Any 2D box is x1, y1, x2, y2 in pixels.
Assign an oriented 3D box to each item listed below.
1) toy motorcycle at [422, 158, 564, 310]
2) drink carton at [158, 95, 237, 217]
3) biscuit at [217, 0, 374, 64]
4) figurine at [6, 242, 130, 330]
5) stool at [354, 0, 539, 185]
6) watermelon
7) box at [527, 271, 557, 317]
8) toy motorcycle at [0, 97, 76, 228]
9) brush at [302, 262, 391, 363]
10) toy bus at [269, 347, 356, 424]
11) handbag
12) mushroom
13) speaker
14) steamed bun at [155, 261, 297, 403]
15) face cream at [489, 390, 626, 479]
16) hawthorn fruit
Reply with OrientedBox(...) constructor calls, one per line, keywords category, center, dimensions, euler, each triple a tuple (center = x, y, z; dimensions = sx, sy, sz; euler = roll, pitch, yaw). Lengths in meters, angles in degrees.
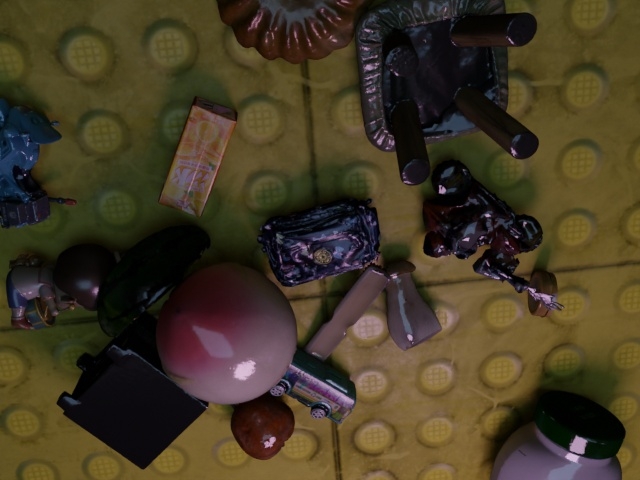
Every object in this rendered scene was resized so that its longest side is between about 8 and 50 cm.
OrientedBox(category="toy motorcycle", center=(0.366, 0.009, 1.581), dimensions=(0.401, 0.134, 0.207), euler=(35, 107, -10))
OrientedBox(category="drink carton", center=(-0.249, -0.168, 1.489), dimensions=(0.096, 0.071, 0.222), euler=(19, 112, -13))
OrientedBox(category="biscuit", center=(-0.049, -0.487, 1.355), dimensions=(0.326, 0.107, 0.325), euler=(-1, 116, -2))
OrientedBox(category="figurine", center=(-0.516, 0.091, 1.541), dimensions=(0.276, 0.161, 0.158), euler=(-15, 138, 3))
OrientedBox(category="stool", center=(0.242, -0.292, 1.372), dimensions=(0.310, 0.226, 0.310), euler=(-15, 123, -6))
OrientedBox(category="watermelon", center=(-0.345, 0.073, 1.510), dimensions=(0.123, 0.129, 0.301), euler=(43, 76, 7))
OrientedBox(category="box", center=(0.502, 0.122, 1.663), dimensions=(0.037, 0.105, 0.105), euler=(6, 113, -1))
OrientedBox(category="toy motorcycle", center=(-0.592, -0.152, 1.447), dimensions=(0.182, 0.123, 0.272), euler=(5, 113, 16))
OrientedBox(category="brush", center=(0.052, 0.167, 1.659), dimensions=(0.060, 0.050, 0.321), euler=(26, 123, -13))
OrientedBox(category="toy bus", center=(-0.033, 0.327, 1.707), dimensions=(0.262, 0.091, 0.109), euler=(33, 116, -19))
OrientedBox(category="handbag", center=(0.000, 0.000, 1.563), dimensions=(0.260, 0.113, 0.162), euler=(-14, 109, 9))
OrientedBox(category="mushroom", center=(0.191, 0.151, 1.664), dimensions=(0.116, 0.093, 0.225), euler=(-29, 104, -8))
OrientedBox(category="speaker", center=(-0.406, 0.324, 1.630), dimensions=(0.254, 0.184, 0.232), euler=(41, 104, -16))
OrientedBox(category="steamed bun", center=(-0.210, 0.179, 1.498), dimensions=(0.309, 0.309, 0.309), euler=(-2, 114, -4))
OrientedBox(category="face cream", center=(0.583, 0.574, 1.805), dimensions=(0.313, 0.219, 0.357), euler=(11, 109, -8))
OrientedBox(category="hawthorn fruit", center=(-0.153, 0.436, 1.723), dimensions=(0.189, 0.149, 0.149), euler=(14, 112, -12))
